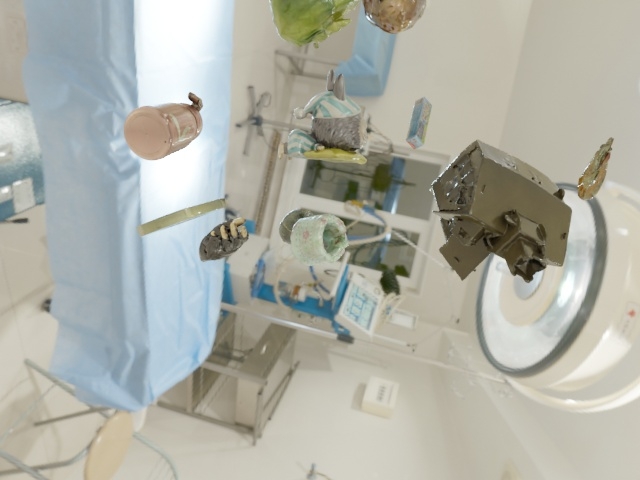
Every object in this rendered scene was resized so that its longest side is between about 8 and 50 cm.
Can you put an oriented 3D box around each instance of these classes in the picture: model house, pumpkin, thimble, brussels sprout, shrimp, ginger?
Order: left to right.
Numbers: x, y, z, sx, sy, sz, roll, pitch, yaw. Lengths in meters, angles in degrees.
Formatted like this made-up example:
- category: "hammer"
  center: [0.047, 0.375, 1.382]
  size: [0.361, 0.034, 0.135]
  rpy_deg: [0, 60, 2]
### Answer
- category: "pumpkin"
  center: [-0.107, -0.066, 2.559]
  size: [0.190, 0.190, 0.146]
  rpy_deg: [75, -7, -67]
- category: "brussels sprout"
  center: [-0.040, -0.911, 1.975]
  size: [0.371, 0.315, 0.275]
  rpy_deg: [-44, -140, 28]
- category: "thimble"
  center: [0.000, 0.000, 2.010]
  size: [0.211, 0.149, 0.185]
  rpy_deg: [7, 78, -53]
- category: "ginger"
  center: [0.194, -0.655, 1.412]
  size: [0.172, 0.165, 0.321]
  rpy_deg: [44, 37, -47]
- category: "model house"
  center: [0.306, -0.011, 0.927]
  size: [0.204, 0.211, 0.243]
  rpy_deg: [-53, -159, 32]
- category: "shrimp"
  center: [0.786, -0.201, 1.523]
  size: [0.101, 0.042, 0.190]
  rpy_deg: [-130, -118, -77]

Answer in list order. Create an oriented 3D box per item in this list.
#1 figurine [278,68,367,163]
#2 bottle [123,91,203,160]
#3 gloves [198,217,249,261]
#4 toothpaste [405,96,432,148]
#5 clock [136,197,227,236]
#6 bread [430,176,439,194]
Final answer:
- category: "figurine"
  center: [0.023, -0.515, 2.259]
  size: [0.266, 0.362, 0.377]
  rpy_deg: [-6, 101, -70]
- category: "bottle"
  center: [-0.499, -0.390, 1.802]
  size: [0.206, 0.173, 0.297]
  rpy_deg: [-55, 179, 24]
- category: "gloves"
  center: [-0.317, -0.007, 1.816]
  size: [0.124, 0.204, 0.164]
  rpy_deg: [49, 51, -30]
- category: "toothpaste"
  center: [0.336, -0.387, 1.798]
  size: [0.070, 0.044, 0.193]
  rpy_deg: [39, 52, -30]
- category: "clock"
  center: [-0.354, -0.062, 1.385]
  size: [0.235, 0.235, 0.029]
  rpy_deg: [-38, 109, -72]
- category: "bread"
  center: [0.573, -0.144, 1.886]
  size: [0.315, 0.278, 0.248]
  rpy_deg: [-15, 167, -43]
